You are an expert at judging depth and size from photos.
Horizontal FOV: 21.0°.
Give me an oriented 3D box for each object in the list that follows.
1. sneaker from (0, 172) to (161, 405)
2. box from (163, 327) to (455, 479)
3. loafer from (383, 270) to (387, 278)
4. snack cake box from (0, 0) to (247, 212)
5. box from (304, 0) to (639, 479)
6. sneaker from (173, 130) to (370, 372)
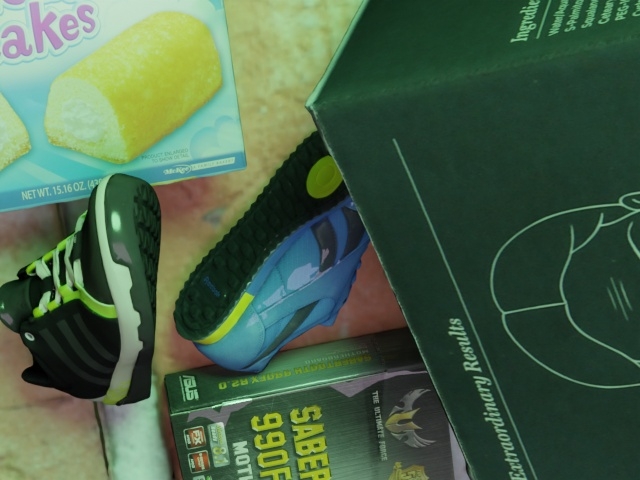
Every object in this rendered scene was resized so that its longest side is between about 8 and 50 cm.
[{"bbox_3d":[-0.146,0.041,1.029,0.097,0.084,0.234,3,149,-6],"label":"sneaker"},{"bbox_3d":[0.001,0.184,1.186,0.183,0.056,0.231,-10,117,-5],"label":"box"},{"bbox_3d":[0.091,0.051,1.151,0.039,0.045,0.125,-30,111,23],"label":"loafer"},{"bbox_3d":[-0.185,-0.102,0.996,0.264,0.089,0.152,-10,117,-6],"label":"snack cake box"},{"bbox_3d":[0.244,-0.041,0.956,0.395,0.212,0.293,-10,121,24],"label":"box"},{"bbox_3d":[0.000,0.000,1.098,0.082,0.069,0.209,33,105,-38],"label":"sneaker"}]
